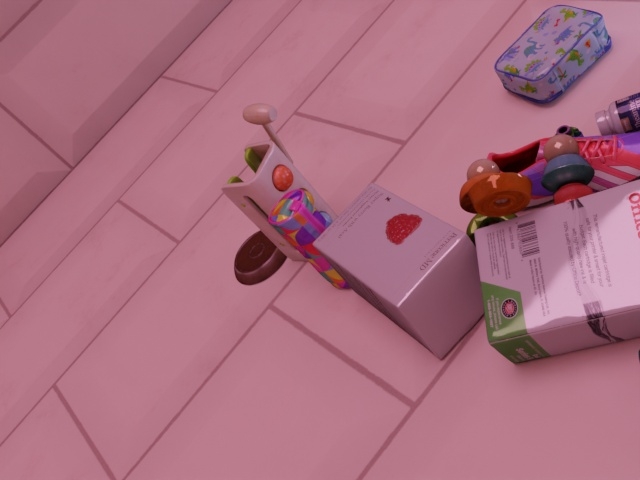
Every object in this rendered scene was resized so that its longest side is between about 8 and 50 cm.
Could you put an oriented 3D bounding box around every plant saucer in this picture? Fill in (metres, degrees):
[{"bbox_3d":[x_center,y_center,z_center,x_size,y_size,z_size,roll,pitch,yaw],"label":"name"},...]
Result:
[{"bbox_3d":[-0.147,0.031,1.790,0.168,0.029,0.168,-24,40,22],"label":"plant saucer"}]

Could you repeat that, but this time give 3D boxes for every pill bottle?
[{"bbox_3d":[0.573,-0.233,1.366,0.120,0.067,0.067,-19,42,29],"label":"pill bottle"}]

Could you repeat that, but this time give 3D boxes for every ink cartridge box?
[{"bbox_3d":[0.406,0.054,1.161,0.289,0.121,0.211,-18,54,28],"label":"ink cartridge box"}]

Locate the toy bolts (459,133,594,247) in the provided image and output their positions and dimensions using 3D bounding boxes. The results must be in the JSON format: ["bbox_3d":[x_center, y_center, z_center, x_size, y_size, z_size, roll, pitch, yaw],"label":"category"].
[{"bbox_3d":[0.344,-0.110,1.252,0.228,0.218,0.159,-9,62,11],"label":"toy bolts"}]

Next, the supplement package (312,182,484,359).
[{"bbox_3d":[0.157,0.047,1.374,0.177,0.175,0.293,-46,37,-7],"label":"supplement package"}]

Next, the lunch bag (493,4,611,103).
[{"bbox_3d":[0.493,-0.402,1.590,0.219,0.090,0.176,-45,38,-4],"label":"lunch bag"}]

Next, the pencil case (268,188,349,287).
[{"bbox_3d":[0.000,0.000,1.526,0.104,0.236,0.104,-33,31,24],"label":"pencil case"}]

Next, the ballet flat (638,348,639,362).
[{"bbox_3d":[0.488,0.237,0.968,0.087,0.083,0.247,-11,47,16],"label":"ballet flat"}]

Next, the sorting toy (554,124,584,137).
[{"bbox_3d":[0.478,-0.196,1.438,0.061,0.042,0.102,-18,43,29],"label":"sorting toy"}]

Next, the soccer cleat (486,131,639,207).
[{"bbox_3d":[0.457,-0.144,1.341,0.318,0.116,0.109,-13,45,33],"label":"soccer cleat"}]

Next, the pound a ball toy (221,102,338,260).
[{"bbox_3d":[-0.069,-0.128,1.633,0.135,0.319,0.208,-1,52,41],"label":"pound a ball toy"}]
